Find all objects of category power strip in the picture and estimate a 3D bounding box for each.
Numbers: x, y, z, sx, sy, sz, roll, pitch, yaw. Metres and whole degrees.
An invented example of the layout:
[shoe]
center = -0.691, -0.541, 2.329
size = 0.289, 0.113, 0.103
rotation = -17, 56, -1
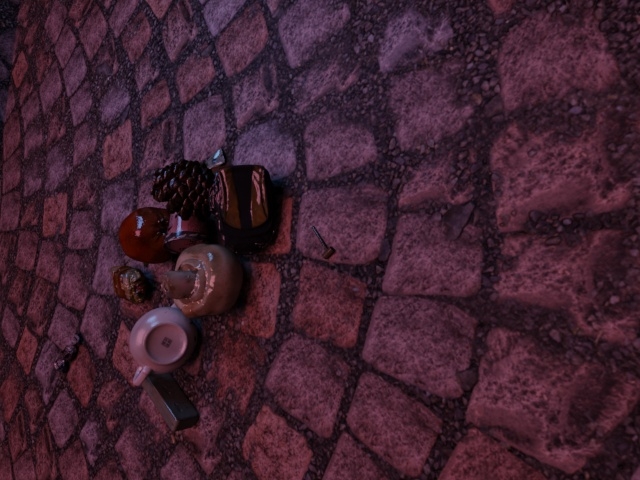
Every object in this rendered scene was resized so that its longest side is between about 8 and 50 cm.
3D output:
[power strip]
center = -0.518, 0.511, 1.581
size = 0.288, 0.093, 0.053
rotation = 38, 108, 34

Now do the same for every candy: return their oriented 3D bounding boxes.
[candy]
center = -1.101, 0.491, 2.056
size = 0.226, 0.051, 0.094
rotation = -48, 55, 22

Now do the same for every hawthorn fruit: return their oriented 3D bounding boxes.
[hawthorn fruit]
center = -0.608, -0.012, 1.666
size = 0.253, 0.205, 0.205
rotation = -19, 72, 43

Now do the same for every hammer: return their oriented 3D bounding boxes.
[hammer]
center = 0.000, 0.000, 1.304
size = 0.035, 0.019, 0.110
rotation = -46, 57, 23

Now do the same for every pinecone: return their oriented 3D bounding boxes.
[pinecone]
center = -0.415, -0.153, 1.456
size = 0.204, 0.179, 0.184
rotation = -1, 61, 4

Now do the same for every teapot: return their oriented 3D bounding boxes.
[teapot]
center = -0.521, 0.337, 1.539
size = 0.300, 0.208, 0.166
rotation = -54, 29, -4

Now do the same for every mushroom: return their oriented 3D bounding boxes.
[mushroom]
center = -0.374, 0.121, 1.437
size = 0.254, 0.234, 0.260
rotation = 46, 111, 36

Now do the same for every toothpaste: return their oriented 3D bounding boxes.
[toothpaste]
center = -0.409, -0.235, 1.639
size = 0.218, 0.041, 0.064
rotation = -34, 59, 25

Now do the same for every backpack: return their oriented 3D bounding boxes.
[backpack]
center = -0.223, -0.085, 1.392
size = 0.133, 0.206, 0.259
rotation = 177, 88, -82

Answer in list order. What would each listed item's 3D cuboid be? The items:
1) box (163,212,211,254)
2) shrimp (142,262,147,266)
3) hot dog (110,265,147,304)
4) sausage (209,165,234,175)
[box]
center = -0.439, -0.037, 1.567
size = 0.151, 0.151, 0.135
rotation = -20, 64, 34
[shrimp]
center = -0.648, 0.049, 1.791
size = 0.059, 0.023, 0.108
rotation = 3, 86, 29
[hot dog]
center = -0.716, 0.162, 1.783
size = 0.213, 0.103, 0.146
rotation = 15, 114, 47
[sausage]
center = -0.293, -0.202, 1.521
size = 0.197, 0.076, 0.076
rotation = 8, 89, 39
